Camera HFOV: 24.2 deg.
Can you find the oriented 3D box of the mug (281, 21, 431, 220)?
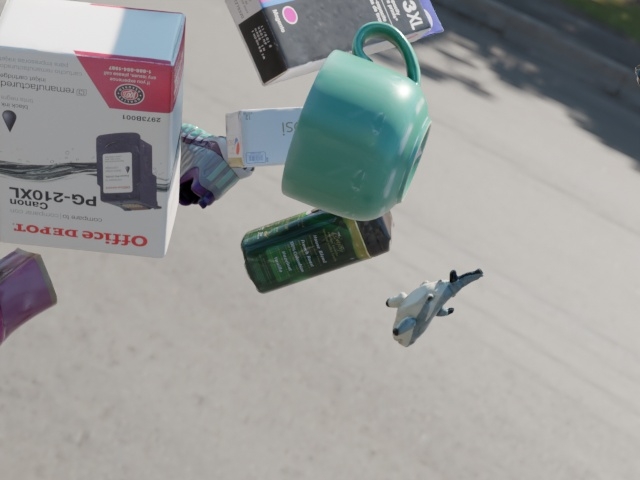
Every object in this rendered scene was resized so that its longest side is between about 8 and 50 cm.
[{"bbox_3d":[0.040,-0.094,1.242,0.097,0.157,0.129,21,19,6],"label":"mug"}]

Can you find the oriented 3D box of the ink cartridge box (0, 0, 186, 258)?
[{"bbox_3d":[-0.225,-0.106,1.452,0.172,0.237,0.100,6,40,-1],"label":"ink cartridge box"}]

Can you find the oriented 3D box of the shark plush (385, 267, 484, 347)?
[{"bbox_3d":[0.159,0.085,2.094,0.067,0.161,0.073,40,11,-31],"label":"shark plush"}]

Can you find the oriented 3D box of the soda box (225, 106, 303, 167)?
[{"bbox_3d":[-0.001,-0.126,1.783,0.216,0.069,0.074,-4,3,-17],"label":"soda box"}]

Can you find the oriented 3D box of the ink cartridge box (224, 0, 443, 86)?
[{"bbox_3d":[0.030,-0.326,1.947,0.371,0.069,0.175,-23,88,-46],"label":"ink cartridge box"}]

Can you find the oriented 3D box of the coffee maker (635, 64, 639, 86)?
[{"bbox_3d":[0.537,-0.252,2.105,0.120,0.178,0.171,27,38,-66],"label":"coffee maker"}]

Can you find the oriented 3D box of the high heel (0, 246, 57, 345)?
[{"bbox_3d":[-0.440,-0.036,1.647,0.181,0.377,0.127,-35,18,-29],"label":"high heel"}]

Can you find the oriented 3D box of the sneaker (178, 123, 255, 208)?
[{"bbox_3d":[-0.174,-0.095,1.991,0.083,0.098,0.224,48,-13,-21],"label":"sneaker"}]

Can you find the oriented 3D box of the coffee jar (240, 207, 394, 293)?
[{"bbox_3d":[0.000,0.000,1.826,0.184,0.079,0.096,-19,11,11],"label":"coffee jar"}]
